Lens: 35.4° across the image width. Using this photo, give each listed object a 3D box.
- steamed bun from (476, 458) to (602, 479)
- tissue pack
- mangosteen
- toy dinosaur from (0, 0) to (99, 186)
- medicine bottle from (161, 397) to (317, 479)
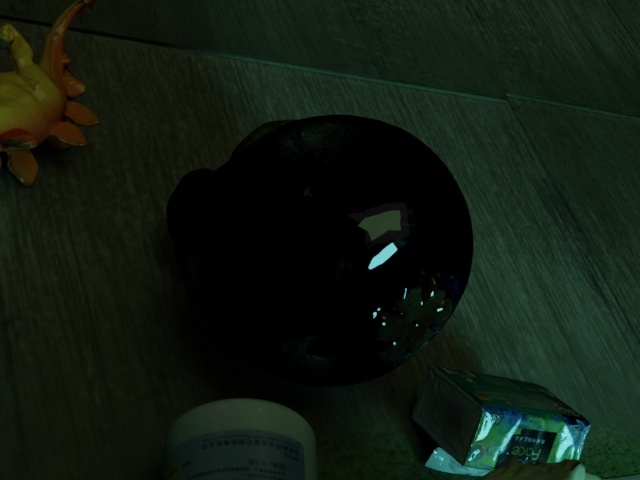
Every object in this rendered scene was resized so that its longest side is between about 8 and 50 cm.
[{"bbox_3d":[0.088,0.277,0.592,0.292,0.137,0.295,6,83,-53],"label":"steamed bun"},{"bbox_3d":[0.142,0.157,0.814,0.111,0.079,0.085,12,11,-27],"label":"tissue pack"},{"bbox_3d":[0.000,0.000,0.766,0.243,0.243,0.243,19,44,-19],"label":"mangosteen"},{"bbox_3d":[-0.239,-0.107,0.802,0.117,0.070,0.288,47,45,-5],"label":"toy dinosaur"},{"bbox_3d":[-0.050,0.200,0.617,0.103,0.103,0.186,17,45,-21],"label":"medicine bottle"}]
